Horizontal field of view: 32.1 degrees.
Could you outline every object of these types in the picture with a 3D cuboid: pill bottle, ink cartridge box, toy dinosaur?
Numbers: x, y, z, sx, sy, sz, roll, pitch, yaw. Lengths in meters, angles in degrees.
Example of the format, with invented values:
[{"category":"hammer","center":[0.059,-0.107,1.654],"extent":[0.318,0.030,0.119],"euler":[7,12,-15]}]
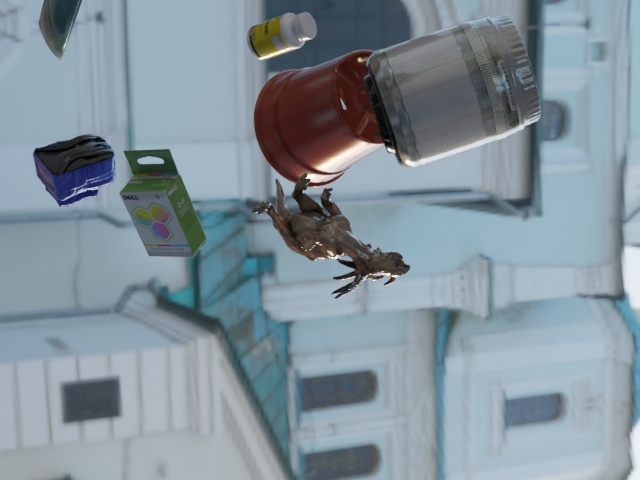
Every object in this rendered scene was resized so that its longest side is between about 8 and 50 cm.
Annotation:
[{"category":"pill bottle","center":[-0.067,-0.363,1.957],"extent":[0.116,0.065,0.065],"euler":[-12,-99,33]},{"category":"ink cartridge box","center":[-0.304,-0.067,2.090],"extent":[0.109,0.062,0.209],"euler":[1,-53,28]},{"category":"toy dinosaur","center":[0.000,0.000,1.999],"extent":[0.295,0.127,0.200],"euler":[30,-19,43]}]

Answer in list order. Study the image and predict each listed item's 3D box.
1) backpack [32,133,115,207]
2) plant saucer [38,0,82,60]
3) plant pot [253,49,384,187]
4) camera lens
[{"category":"backpack","center":[-0.405,-0.120,1.857],"extent":[0.098,0.120,0.101],"euler":[46,-32,32]},{"category":"plant saucer","center":[-0.292,-0.381,1.385],"extent":[0.317,0.043,0.318],"euler":[-162,-90,-75]},{"category":"plant pot","center":[0.038,-0.272,2.377],"extent":[0.265,0.272,0.272],"euler":[-17,-102,56]},{"category":"camera lens","center":[0.227,-0.264,1.973],"extent":[0.219,0.274,0.219],"euler":[-18,90,-86]}]
